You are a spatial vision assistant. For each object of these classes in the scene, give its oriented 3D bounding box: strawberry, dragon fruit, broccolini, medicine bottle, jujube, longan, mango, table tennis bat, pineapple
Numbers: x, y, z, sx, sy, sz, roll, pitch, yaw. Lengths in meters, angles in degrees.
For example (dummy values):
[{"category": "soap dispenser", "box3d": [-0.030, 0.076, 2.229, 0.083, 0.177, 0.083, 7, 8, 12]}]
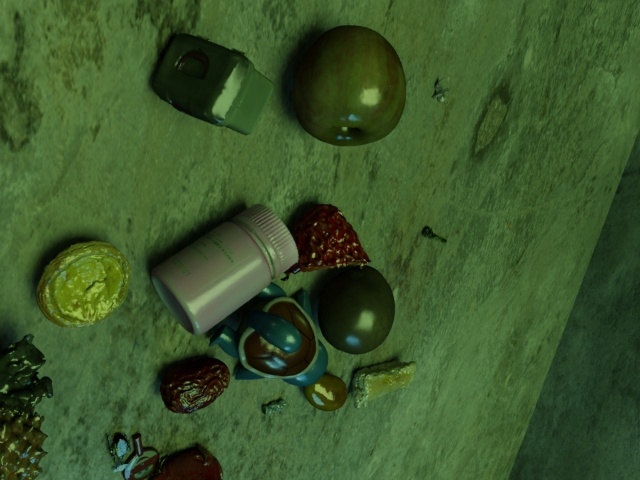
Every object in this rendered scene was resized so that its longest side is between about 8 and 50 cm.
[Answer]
[{"category": "strawberry", "box3d": [0.000, 0.000, 1.601, 0.234, 0.234, 0.177, -5, 84, -42]}, {"category": "dragon fruit", "box3d": [-0.327, 0.665, 1.629, 0.218, 0.148, 0.223, 0, 113, -46]}, {"category": "broccolini", "box3d": [0.369, -0.016, 2.022, 0.140, 0.030, 0.035, 17, 63, -51]}, {"category": "medicine bottle", "box3d": [-0.210, 0.061, 1.401, 0.291, 0.178, 0.178, -37, 132, -25]}, {"category": "jujube", "box3d": [-0.298, 0.346, 1.519, 0.176, 0.109, 0.112, -15, 126, -42]}, {"category": "longan", "box3d": [0.101, 0.187, 1.733, 0.248, 0.248, 0.248, -21, 125, -34]}, {"category": "mango", "box3d": [0.010, 0.453, 1.885, 0.163, 0.089, 0.111, 16, 89, -37]}, {"category": "table tennis bat", "box3d": [-0.444, 0.535, 1.552, 0.098, 0.019, 0.154, -22, 128, -35]}, {"category": "pineapple", "box3d": [-0.605, 0.326, 1.166, 0.223, 0.223, 0.357, 17, 89, -47]}]

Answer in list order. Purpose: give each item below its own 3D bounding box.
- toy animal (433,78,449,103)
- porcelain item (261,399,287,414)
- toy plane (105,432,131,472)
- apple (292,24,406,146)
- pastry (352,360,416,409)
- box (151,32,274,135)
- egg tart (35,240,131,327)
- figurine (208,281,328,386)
[{"category": "toy animal", "box3d": [0.338, -0.411, 1.773, 0.050, 0.028, 0.084, -46, 135, -27]}, {"category": "porcelain item", "box3d": [-0.130, 0.476, 1.807, 0.083, 0.028, 0.036, -3, 130, -44]}, {"category": "toy plane", "box3d": [-0.475, 0.499, 1.491, 0.049, 0.031, 0.120, -18, 121, -30]}, {"category": "apple", "box3d": [0.064, -0.343, 1.408, 0.257, 0.257, 0.233, 11, 73, -46]}, {"category": "pastry", "box3d": [0.208, 0.455, 2.068, 0.259, 0.089, 0.121, -12, 124, -41]}, {"category": "box", "box3d": [-0.204, -0.296, 1.196, 0.129, 0.210, 0.148, 20, 98, -54]}, {"category": "egg tart", "box3d": [-0.470, 0.082, 1.241, 0.191, 0.074, 0.191, -22, 126, -33]}, {"category": "figurine", "box3d": [-0.111, 0.232, 1.588, 0.298, 0.243, 0.416, -58, 159, -16]}]
